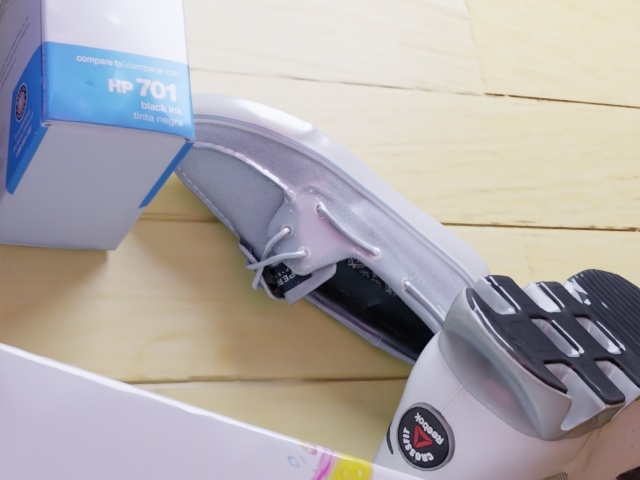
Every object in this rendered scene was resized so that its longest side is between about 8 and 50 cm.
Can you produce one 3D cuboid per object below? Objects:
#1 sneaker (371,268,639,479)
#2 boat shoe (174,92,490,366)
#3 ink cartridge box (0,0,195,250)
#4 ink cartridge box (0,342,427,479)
[{"bbox_3d":[0.140,0.103,0.776,0.331,0.146,0.122,8,34,-49],"label":"sneaker"},{"bbox_3d":[0.000,0.001,0.757,0.228,0.079,0.081,32,51,-15],"label":"boat shoe"},{"bbox_3d":[-0.131,-0.109,0.701,0.082,0.139,0.190,6,64,-25],"label":"ink cartridge box"},{"bbox_3d":[-0.061,0.199,0.555,0.270,0.198,0.197,21,58,-19],"label":"ink cartridge box"}]
